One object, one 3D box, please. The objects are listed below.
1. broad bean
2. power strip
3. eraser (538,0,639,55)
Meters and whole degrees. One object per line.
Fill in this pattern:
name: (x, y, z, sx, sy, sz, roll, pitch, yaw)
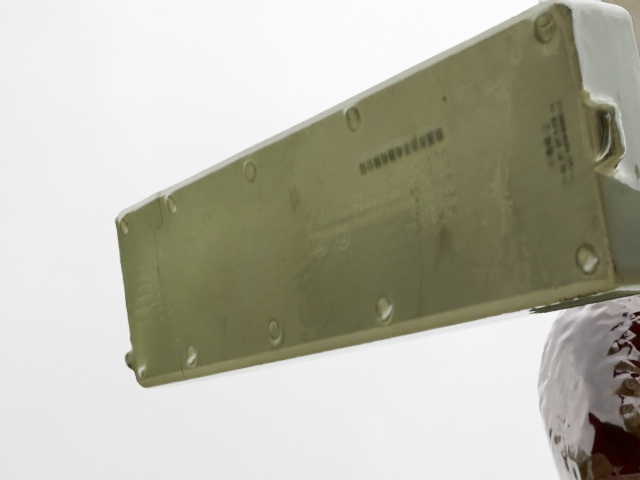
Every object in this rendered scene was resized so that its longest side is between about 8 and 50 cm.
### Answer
broad bean: (0.165, 0.083, 0.577, 0.114, 0.165, 0.084, -17, -52, 24)
power strip: (0.000, 0.000, 0.515, 0.367, 0.043, 0.106, -18, -103, 51)
eraser: (0.271, -0.152, 0.616, 0.298, 0.078, 0.076, -15, -81, -11)
